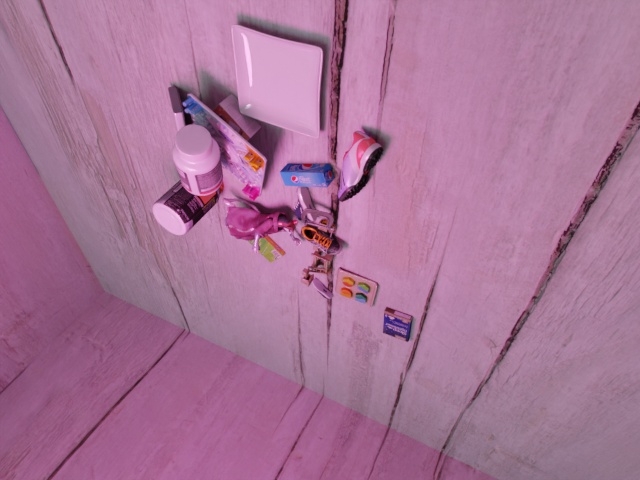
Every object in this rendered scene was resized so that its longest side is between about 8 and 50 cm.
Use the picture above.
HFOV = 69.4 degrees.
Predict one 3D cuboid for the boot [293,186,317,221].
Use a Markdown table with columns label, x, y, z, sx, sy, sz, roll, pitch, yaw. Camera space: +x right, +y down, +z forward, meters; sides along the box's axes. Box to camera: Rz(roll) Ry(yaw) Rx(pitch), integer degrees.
| label | x | y | z | sx | sy | sz | roll | pitch | yaw |
| --- | --- | --- | --- | --- | --- | --- | --- | --- | --- |
| boot | -0.085 | -0.156 | 1.990 | 0.086 | 0.069 | 0.189 | 2 | 133 | 28 |

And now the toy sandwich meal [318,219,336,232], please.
| label | x | y | z | sx | sy | sz | roll | pitch | yaw |
| --- | --- | --- | --- | --- | --- | --- | --- | --- | --- |
| toy sandwich meal | 0.029 | -0.059 | 2.043 | 0.086 | 0.029 | 0.085 | 20 | 140 | 18 |

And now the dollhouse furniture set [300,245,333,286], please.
| label | x | y | z | sx | sy | sz | roll | pitch | yaw |
| --- | --- | --- | --- | --- | --- | --- | --- | --- | --- |
| dollhouse furniture set | -0.011 | 0.109 | 2.145 | 0.101 | 0.160 | 0.181 | 23 | 142 | 15 |

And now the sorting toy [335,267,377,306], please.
| label | x | y | z | sx | sy | sz | roll | pitch | yaw |
| --- | --- | --- | --- | --- | --- | --- | --- | --- | --- |
| sorting toy | 0.168 | 0.236 | 2.250 | 0.209 | 0.038 | 0.192 | 23 | 141 | 15 |

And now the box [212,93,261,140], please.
| label | x | y | z | sx | sy | sz | roll | pitch | yaw |
| --- | --- | --- | --- | --- | --- | --- | --- | --- | --- |
| box | -0.346 | -0.466 | 1.835 | 0.170 | 0.091 | 0.130 | 47 | 141 | -16 |

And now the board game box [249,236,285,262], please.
| label | x | y | z | sx | sy | sz | roll | pitch | yaw |
| --- | --- | --- | --- | --- | --- | --- | --- | --- | --- |
| board game box | -0.308 | 0.001 | 2.351 | 0.259 | 0.039 | 0.124 | 44 | 141 | -16 |

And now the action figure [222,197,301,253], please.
| label | x | y | z | sx | sy | sz | roll | pitch | yaw |
| --- | --- | --- | --- | --- | --- | --- | --- | --- | --- |
| action figure | -0.242 | -0.086 | 2.126 | 0.371 | 0.248 | 0.275 | -5 | 94 | 38 |

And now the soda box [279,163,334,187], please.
| label | x | y | z | sx | sy | sz | roll | pitch | yaw |
| --- | --- | --- | --- | --- | --- | --- | --- | --- | --- |
| soda box | -0.055 | -0.262 | 1.858 | 0.210 | 0.067 | 0.071 | 6 | 134 | 31 |

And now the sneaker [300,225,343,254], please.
| label | x | y | z | sx | sy | sz | roll | pitch | yaw |
| --- | --- | --- | --- | --- | --- | --- | --- | --- | --- |
| sneaker | 0.000 | 0.000 | 2.064 | 0.215 | 0.084 | 0.083 | 25 | 175 | 11 |

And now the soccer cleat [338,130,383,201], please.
| label | x | y | z | sx | sy | sz | roll | pitch | yaw |
| --- | --- | --- | --- | --- | --- | --- | --- | --- | --- |
| soccer cleat | 0.124 | -0.267 | 1.712 | 0.116 | 0.109 | 0.318 | 49 | 147 | 15 |

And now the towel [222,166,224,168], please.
| label | x | y | z | sx | sy | sz | roll | pitch | yaw |
| --- | --- | --- | --- | --- | --- | --- | --- | --- | --- |
| towel | -0.444 | -0.364 | 2.082 | 0.060 | 0.009 | 0.083 | -9 | 125 | 43 |

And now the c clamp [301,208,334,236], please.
| label | x | y | z | sx | sy | sz | roll | pitch | yaw |
| --- | --- | --- | --- | --- | --- | --- | --- | --- | --- |
| c clamp | -0.010 | -0.077 | 1.989 | 0.161 | 0.022 | 0.137 | 18 | 138 | -6 |

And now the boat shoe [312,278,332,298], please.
| label | x | y | z | sx | sy | sz | roll | pitch | yaw |
| --- | --- | --- | --- | --- | --- | --- | --- | --- | --- |
| boat shoe | 0.002 | 0.254 | 2.383 | 0.142 | 0.049 | 0.040 | 45 | 142 | -16 |

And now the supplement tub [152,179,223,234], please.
| label | x | y | z | sx | sy | sz | roll | pitch | yaw |
| --- | --- | --- | --- | --- | --- | --- | --- | --- | --- |
| supplement tub | -0.600 | -0.189 | 2.133 | 0.194 | 0.316 | 0.193 | 20 | 139 | 19 |

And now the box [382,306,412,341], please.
| label | x | y | z | sx | sy | sz | roll | pitch | yaw |
| --- | --- | --- | --- | --- | --- | --- | --- | --- | --- |
| box | 0.382 | 0.431 | 2.305 | 0.137 | 0.036 | 0.225 | 17 | 140 | 21 |

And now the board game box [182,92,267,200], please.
| label | x | y | z | sx | sy | sz | roll | pitch | yaw |
| --- | --- | --- | --- | --- | --- | --- | --- | --- | --- |
| board game box | -0.392 | -0.359 | 1.884 | 0.390 | 0.050 | 0.390 | 41 | 161 | 2 |

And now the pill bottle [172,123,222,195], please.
| label | x | y | z | sx | sy | sz | roll | pitch | yaw |
| --- | --- | --- | --- | --- | --- | --- | --- | --- | --- |
| pill bottle | -0.477 | -0.312 | 1.801 | 0.176 | 0.176 | 0.318 | 33 | 161 | 2 |

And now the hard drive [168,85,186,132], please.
| label | x | y | z | sx | sy | sz | roll | pitch | yaw |
| --- | --- | --- | --- | --- | --- | --- | --- | --- | --- |
| hard drive | -0.586 | -0.461 | 1.958 | 0.307 | 0.040 | 0.203 | 94 | 158 | -48 |

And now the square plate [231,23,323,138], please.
| label | x | y | z | sx | sy | sz | roll | pitch | yaw |
| --- | --- | --- | --- | --- | --- | --- | --- | --- | --- |
| square plate | -0.144 | -0.556 | 1.626 | 0.344 | 0.049 | 0.347 | 22 | 141 | 16 |
